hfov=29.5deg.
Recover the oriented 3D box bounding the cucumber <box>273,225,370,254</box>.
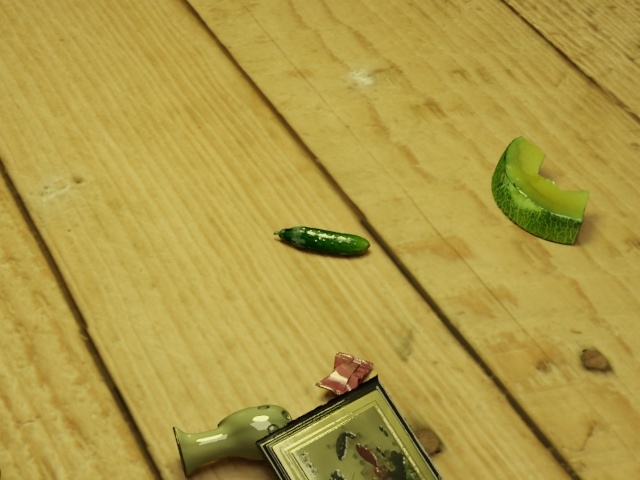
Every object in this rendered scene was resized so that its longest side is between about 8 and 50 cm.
[{"bbox_3d":[0.000,0.000,1.881,0.155,0.037,0.037,8,46,9],"label":"cucumber"}]

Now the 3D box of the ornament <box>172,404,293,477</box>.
[{"bbox_3d":[-0.111,0.259,1.603,0.156,0.075,0.081,-13,26,-10],"label":"ornament"}]

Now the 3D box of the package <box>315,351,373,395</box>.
[{"bbox_3d":[0.034,0.190,1.700,0.059,0.029,0.083,20,40,14],"label":"package"}]

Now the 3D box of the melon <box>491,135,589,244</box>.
[{"bbox_3d":[0.347,-0.079,1.940,0.118,0.064,0.209,-27,54,-30],"label":"melon"}]

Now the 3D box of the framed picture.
[{"bbox_3d":[0.045,0.296,1.564,0.199,0.010,0.195,-26,70,-23],"label":"framed picture"}]
